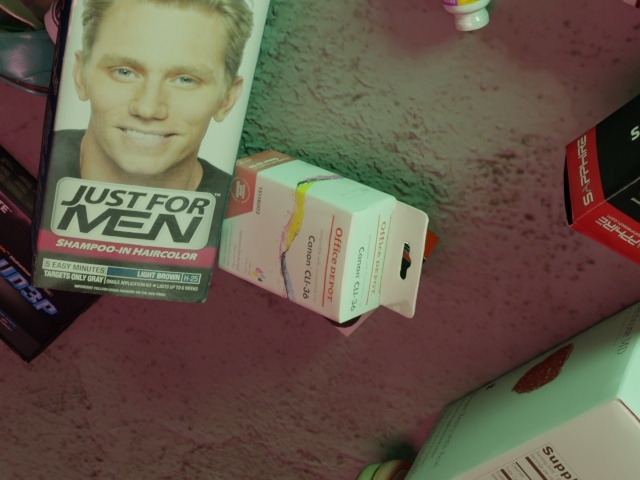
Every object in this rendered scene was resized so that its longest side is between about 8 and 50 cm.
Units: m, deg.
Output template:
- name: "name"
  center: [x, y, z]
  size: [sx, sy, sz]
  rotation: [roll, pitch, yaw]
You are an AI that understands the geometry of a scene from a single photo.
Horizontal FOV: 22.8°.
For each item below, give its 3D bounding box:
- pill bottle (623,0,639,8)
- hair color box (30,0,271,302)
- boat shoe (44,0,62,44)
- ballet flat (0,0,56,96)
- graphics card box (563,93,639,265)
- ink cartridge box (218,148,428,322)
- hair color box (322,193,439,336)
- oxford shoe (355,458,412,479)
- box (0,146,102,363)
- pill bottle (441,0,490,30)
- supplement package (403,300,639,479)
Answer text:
- name: "pill bottle"
  center: [0.290, -0.214, 1.255]
  size: [0.152, 0.086, 0.086]
  rotation: [24, 129, 9]
- name: "hair color box"
  center: [-0.163, -0.115, 1.463]
  size: [0.174, 0.105, 0.347]
  rotation: [6, 122, -13]
- name: "boat shoe"
  center: [-0.185, -0.166, 1.528]
  size: [0.083, 0.065, 0.183]
  rotation: [-25, 107, 37]
- name: "ballet flat"
  center: [-0.357, -0.217, 1.580]
  size: [0.247, 0.083, 0.087]
  rotation: [18, 103, 14]
- name: "graphics card box"
  center: [0.399, -0.086, 1.231]
  size: [0.233, 0.094, 0.371]
  rotation: [27, 136, -27]
- name: "ink cartridge box"
  center: [0.000, 0.000, 1.501]
  size: [0.198, 0.067, 0.115]
  rotation: [22, 117, 34]
- name: "hair color box"
  center: [0.045, 0.026, 1.561]
  size: [0.072, 0.043, 0.141]
  rotation: [39, 130, -3]
- name: "oxford shoe"
  center: [0.048, 0.398, 1.754]
  size: [0.147, 0.140, 0.397]
  rotation: [14, 124, 26]
- name: "box"
  center: [-0.345, 0.010, 1.732]
  size: [0.220, 0.051, 0.175]
  rotation: [45, 129, -7]
- name: "pill bottle"
  center: [0.121, -0.223, 1.357]
  size: [0.043, 0.043, 0.083]
  rotation: [-2, 120, 27]
- name: "supplement package"
  center: [0.244, 0.213, 1.504]
  size: [0.293, 0.177, 0.175]
  rotation: [-34, 102, 37]
